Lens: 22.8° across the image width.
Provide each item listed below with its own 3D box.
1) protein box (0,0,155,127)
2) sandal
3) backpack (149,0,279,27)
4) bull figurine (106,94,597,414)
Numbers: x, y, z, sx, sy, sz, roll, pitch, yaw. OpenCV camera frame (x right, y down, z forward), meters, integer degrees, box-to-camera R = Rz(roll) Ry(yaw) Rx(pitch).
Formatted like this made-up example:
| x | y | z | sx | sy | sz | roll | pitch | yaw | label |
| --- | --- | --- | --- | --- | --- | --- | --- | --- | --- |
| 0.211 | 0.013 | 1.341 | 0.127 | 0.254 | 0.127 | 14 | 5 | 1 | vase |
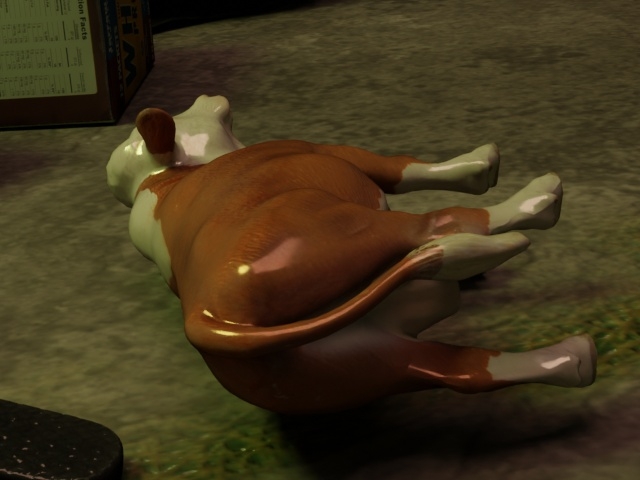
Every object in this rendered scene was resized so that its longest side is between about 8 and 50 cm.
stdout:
| x | y | z | sx | sy | sz | roll | pitch | yaw | label |
| --- | --- | --- | --- | --- | --- | --- | --- | --- | --- |
| -0.246 | -0.176 | 1.221 | 0.201 | 0.136 | 0.200 | -2 | 19 | 4 | protein box |
| -0.168 | 0.083 | 0.637 | 0.179 | 0.040 | 0.067 | 14 | 28 | 7 | sandal |
| -0.135 | -0.324 | 1.544 | 0.263 | 0.213 | 0.276 | 0 | 14 | -22 | backpack |
| 0.000 | 0.000 | 0.732 | 0.188 | 0.101 | 0.310 | -5 | 19 | -8 | bull figurine |
